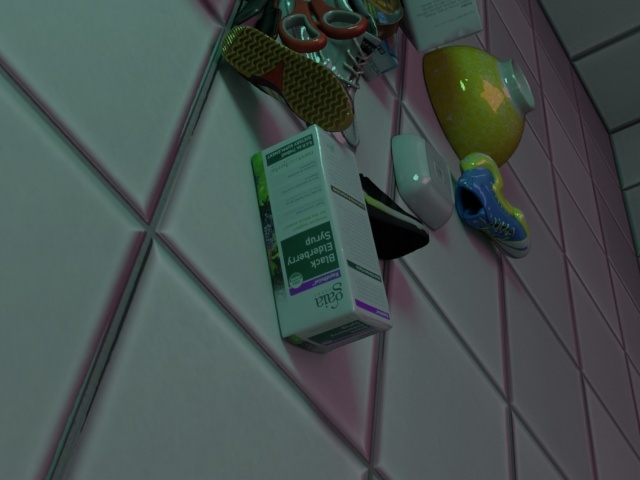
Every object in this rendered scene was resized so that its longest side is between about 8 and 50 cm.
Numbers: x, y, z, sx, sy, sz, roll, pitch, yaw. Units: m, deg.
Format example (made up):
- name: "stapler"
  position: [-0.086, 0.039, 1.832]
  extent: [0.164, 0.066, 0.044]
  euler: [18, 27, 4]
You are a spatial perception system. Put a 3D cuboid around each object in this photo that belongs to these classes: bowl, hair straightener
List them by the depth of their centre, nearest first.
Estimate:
- name: "hair straightener"
  position: [-0.081, -0.341, 1.266]
  extent: [0.089, 0.047, 0.230]
  euler: [53, 28, -27]
- name: "bowl"
  position: [0.177, -0.103, 1.569]
  extent: [0.142, 0.053, 0.142]
  euler: [40, 37, -43]
- name: "bowl"
  position: [0.349, -0.291, 1.949]
  extent: [0.289, 0.156, 0.289]
  euler: [45, 32, -38]

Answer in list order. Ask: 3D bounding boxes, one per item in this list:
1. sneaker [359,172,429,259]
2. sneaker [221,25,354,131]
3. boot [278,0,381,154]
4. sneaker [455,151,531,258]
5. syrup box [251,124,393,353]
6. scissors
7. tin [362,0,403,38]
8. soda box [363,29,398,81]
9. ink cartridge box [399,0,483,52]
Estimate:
- name: "sneaker"
  position: [0.073, -0.048, 1.276]
  extent: [0.235, 0.084, 0.097]
  euler: [29, 43, -53]
- name: "sneaker"
  position: [-0.031, -0.193, 1.138]
  extent: [0.185, 0.069, 0.084]
  euler: [39, 6, 10]
- name: "boot"
  position: [0.029, -0.246, 1.312]
  extent: [0.095, 0.123, 0.258]
  euler: [-3, 71, -64]
- name: "sneaker"
  position: [0.312, -0.041, 1.772]
  extent: [0.240, 0.091, 0.126]
  euler: [58, 45, -20]
- name: "syrup box"
  position: [0.000, 0.000, 1.079]
  extent: [0.096, 0.093, 0.237]
  euler: [29, 44, -53]
- name: "scissors"
  position: [-0.027, -0.317, 1.245]
  extent: [0.297, 0.109, 0.021]
  euler: [-119, -166, -51]
- name: "tin"
  position: [0.074, -0.399, 1.559]
  extent: [0.106, 0.040, 0.189]
  euler: [7, 45, -15]
- name: "soda box"
  position: [0.094, -0.353, 1.605]
  extent: [0.058, 0.063, 0.183]
  euler: [48, 30, -34]
- name: "ink cartridge box"
  position: [0.168, -0.516, 1.659]
  extent: [0.226, 0.131, 0.306]
  euler: [-104, 175, -61]
